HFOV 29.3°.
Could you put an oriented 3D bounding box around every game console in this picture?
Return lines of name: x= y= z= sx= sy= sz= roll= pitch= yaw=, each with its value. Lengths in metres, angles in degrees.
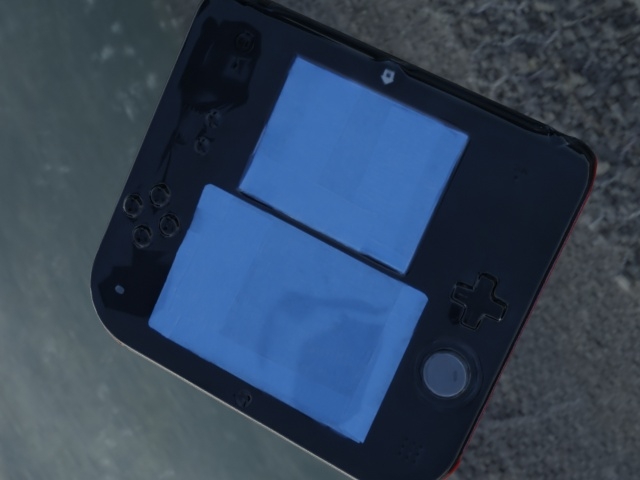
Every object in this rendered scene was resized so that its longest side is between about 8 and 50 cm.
game console: x=0.000 y=0.000 z=1.065 sx=0.386 sy=0.060 sz=0.342 roll=27 pitch=105 yaw=17
